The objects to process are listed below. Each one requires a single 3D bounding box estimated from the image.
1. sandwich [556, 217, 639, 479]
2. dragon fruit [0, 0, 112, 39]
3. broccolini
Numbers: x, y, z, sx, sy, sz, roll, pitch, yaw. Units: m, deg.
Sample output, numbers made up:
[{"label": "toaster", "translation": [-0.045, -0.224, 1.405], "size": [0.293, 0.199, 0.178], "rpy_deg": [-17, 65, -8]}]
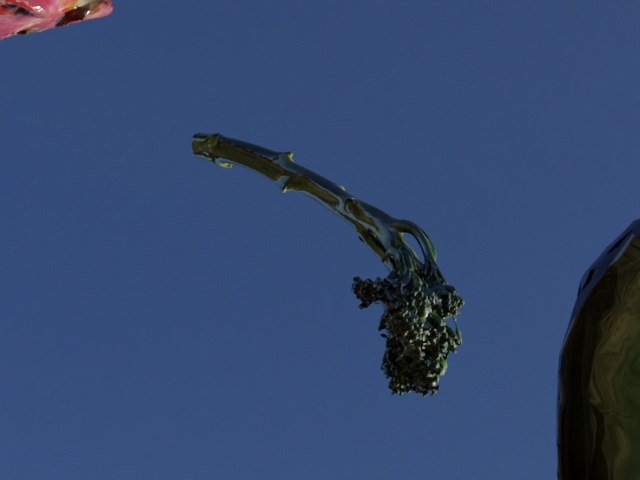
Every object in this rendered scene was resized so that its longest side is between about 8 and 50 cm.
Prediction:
[{"label": "sandwich", "translation": [0.191, 0.074, 0.319], "size": [0.301, 0.162, 0.250], "rpy_deg": [-30, -112, 34]}, {"label": "dragon fruit", "translation": [-0.208, -0.199, 1.036], "size": [0.262, 0.134, 0.211], "rpy_deg": [59, -22, -18]}, {"label": "broccolini", "translation": [0.007, -0.003, 0.855], "size": [0.052, 0.194, 0.054], "rpy_deg": [-25, -50, -17]}]
